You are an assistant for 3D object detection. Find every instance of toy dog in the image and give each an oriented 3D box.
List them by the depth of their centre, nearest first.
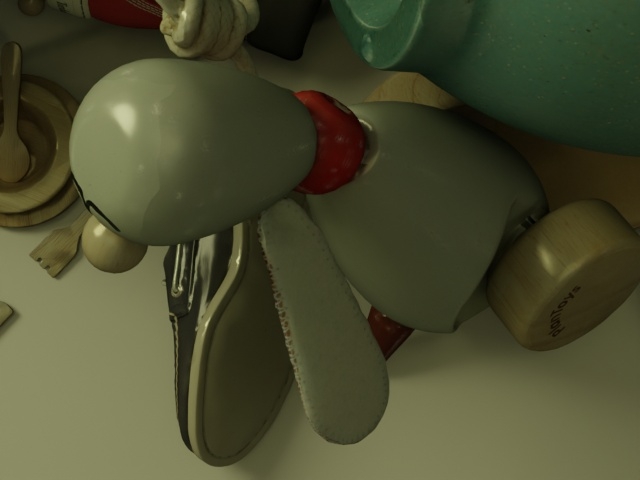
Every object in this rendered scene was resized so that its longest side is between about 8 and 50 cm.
[{"bbox_3d":[0.000,0.000,0.682,0.333,0.220,0.161,20,116,-34],"label":"toy dog"}]

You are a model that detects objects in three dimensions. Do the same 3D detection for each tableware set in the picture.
[{"bbox_3d":[-0.206,-0.013,0.786,0.128,0.039,0.194,42,84,4],"label":"tableware set"}]

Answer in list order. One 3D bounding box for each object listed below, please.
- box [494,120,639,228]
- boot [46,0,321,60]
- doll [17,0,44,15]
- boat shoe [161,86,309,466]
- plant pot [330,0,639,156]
[{"bbox_3d":[0.189,-0.095,0.810,0.201,0.021,0.164,-16,83,-2],"label":"box"},{"bbox_3d":[-0.041,-0.229,0.794,0.176,0.088,0.244,11,91,0],"label":"boot"},{"bbox_3d":[-0.193,-0.173,0.782,0.129,0.046,0.189,52,58,-28],"label":"doll"},{"bbox_3d":[-0.051,0.018,0.785,0.065,0.075,0.206,7,88,43],"label":"boat shoe"},{"bbox_3d":[0.107,-0.172,0.641,0.196,0.293,0.293,-7,83,-15],"label":"plant pot"}]
